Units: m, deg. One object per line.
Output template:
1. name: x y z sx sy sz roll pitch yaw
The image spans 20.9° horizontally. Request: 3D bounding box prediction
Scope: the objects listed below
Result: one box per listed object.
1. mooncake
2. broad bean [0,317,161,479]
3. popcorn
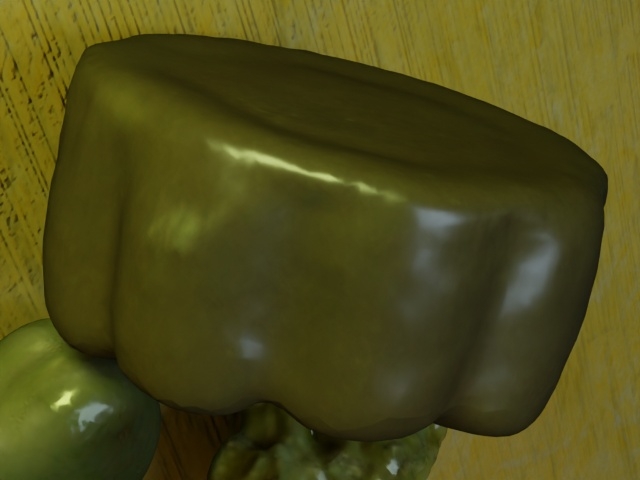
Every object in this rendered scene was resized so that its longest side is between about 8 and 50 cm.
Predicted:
1. mooncake: 0.000 0.000 1.169 0.378 0.378 0.200 -5 115 -48
2. broad bean: -0.214 0.179 1.230 0.263 0.121 0.189 -55 148 8
3. popcorn: 0.007 0.160 1.407 0.225 0.174 0.286 104 3 -63
